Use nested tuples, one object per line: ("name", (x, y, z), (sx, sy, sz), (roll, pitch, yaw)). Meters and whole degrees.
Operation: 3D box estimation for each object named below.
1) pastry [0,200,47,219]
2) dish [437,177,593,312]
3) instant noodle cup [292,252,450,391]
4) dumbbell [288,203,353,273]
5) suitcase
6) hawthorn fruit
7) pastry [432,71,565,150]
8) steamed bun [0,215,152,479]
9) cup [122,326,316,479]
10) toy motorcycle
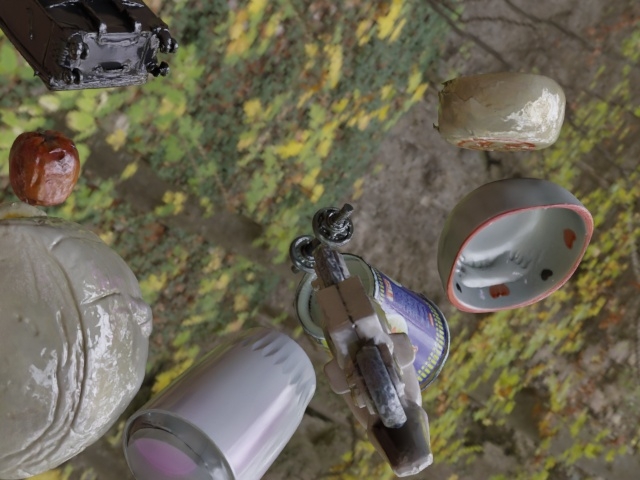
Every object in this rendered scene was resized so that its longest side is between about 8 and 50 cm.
("pastry", (-0.598, 0.001, 1.798), (0.166, 0.166, 0.088), (-60, -169, -12))
("dish", (0.295, -0.006, 1.466), (0.256, 0.256, 0.117), (-52, -140, 30))
("instant noodle cup", (0.099, 0.176, 2.008), (0.284, 0.312, 0.284), (-15, -123, 24))
("dumbbell", (0.000, 0.000, 1.686), (0.254, 0.081, 0.081), (-49, -167, 54))
("suitcase", (-0.526, -0.482, 1.957), (0.283, 0.434, 0.194), (-15, 145, -42))
("hawthorn fruit", (-0.638, -0.170, 2.135), (0.173, 0.179, 0.173), (-12, -173, 2))
("pastry", (0.352, -0.246, 1.799), (0.265, 0.265, 0.133), (-179, -90, -79))
("steamed bun", (-0.382, 0.154, 1.359), (0.247, 0.236, 0.383), (-27, 117, -79))
("cup", (-0.180, 0.339, 1.765), (0.253, 0.253, 0.371), (-49, 176, 40))
("toy motorcycle", (0.061, 0.152, 1.132), (0.108, 0.223, 0.340), (-23, -153, 0))
